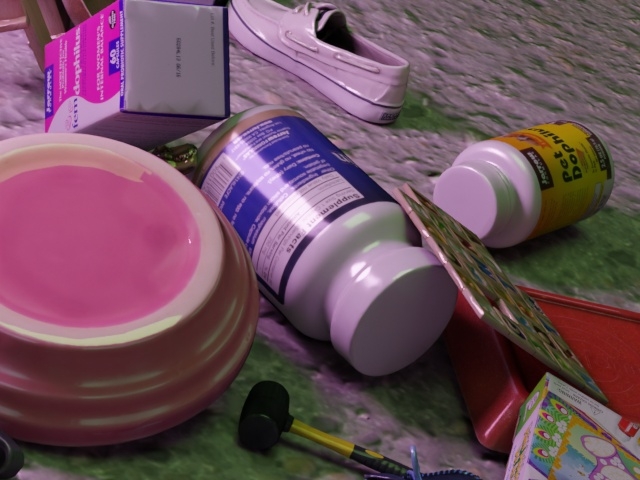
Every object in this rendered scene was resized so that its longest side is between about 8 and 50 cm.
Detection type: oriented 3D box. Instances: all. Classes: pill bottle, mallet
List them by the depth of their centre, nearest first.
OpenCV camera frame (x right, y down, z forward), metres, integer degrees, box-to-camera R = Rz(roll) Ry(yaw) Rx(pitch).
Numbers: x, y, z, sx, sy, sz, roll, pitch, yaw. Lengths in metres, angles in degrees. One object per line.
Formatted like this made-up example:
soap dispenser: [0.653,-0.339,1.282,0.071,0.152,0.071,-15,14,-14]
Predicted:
mallet: [0.018,0.181,1.575,0.190,0.039,0.062,27,28,4]
pill bottle: [0.000,0.000,1.745,0.153,0.153,0.265,-8,41,-40]
pill bottle: [0.218,-0.060,2.015,0.117,0.117,0.215,37,33,27]

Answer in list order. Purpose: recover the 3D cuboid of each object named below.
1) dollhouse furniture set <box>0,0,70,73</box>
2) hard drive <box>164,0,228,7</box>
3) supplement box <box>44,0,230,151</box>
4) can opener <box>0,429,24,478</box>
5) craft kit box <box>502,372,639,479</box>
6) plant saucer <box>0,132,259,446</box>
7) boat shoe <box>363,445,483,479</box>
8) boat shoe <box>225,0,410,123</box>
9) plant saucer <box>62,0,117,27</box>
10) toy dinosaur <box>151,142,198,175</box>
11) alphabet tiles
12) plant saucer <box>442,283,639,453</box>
dollhouse furniture set: [-0.468,-0.279,2.048,0.356,0.173,0.303,-9,44,7]
hard drive: [-0.207,-0.360,2.325,0.255,0.054,0.172,28,30,14]
supplement box: [-0.184,-0.157,1.825,0.114,0.111,0.220,2,-8,-27]
can opener: [-0.354,0.111,1.444,0.280,0.074,0.093,36,-2,23]
craft kit box: [0.265,0.249,1.545,0.250,0.061,0.246,31,32,-3]
plant saucer: [-0.211,0.021,1.569,0.332,0.084,0.332,8,44,-8]
boat shoe: [0.061,0.229,1.460,0.109,0.089,0.258,36,33,25]
boat shoe: [-0.004,-0.240,2.212,0.267,0.088,0.096,38,34,29]
plant saucer: [-0.237,-0.256,2.069,0.198,0.036,0.198,51,19,-26]
toy dinosaur: [-0.212,0.001,1.700,0.268,0.064,0.118,-25,68,-29]
alphabet tiles: [0.158,0.039,1.717,0.198,0.009,0.237,34,17,-40]
plant saucer: [0.252,0.126,1.784,0.259,0.047,0.259,13,28,-17]
